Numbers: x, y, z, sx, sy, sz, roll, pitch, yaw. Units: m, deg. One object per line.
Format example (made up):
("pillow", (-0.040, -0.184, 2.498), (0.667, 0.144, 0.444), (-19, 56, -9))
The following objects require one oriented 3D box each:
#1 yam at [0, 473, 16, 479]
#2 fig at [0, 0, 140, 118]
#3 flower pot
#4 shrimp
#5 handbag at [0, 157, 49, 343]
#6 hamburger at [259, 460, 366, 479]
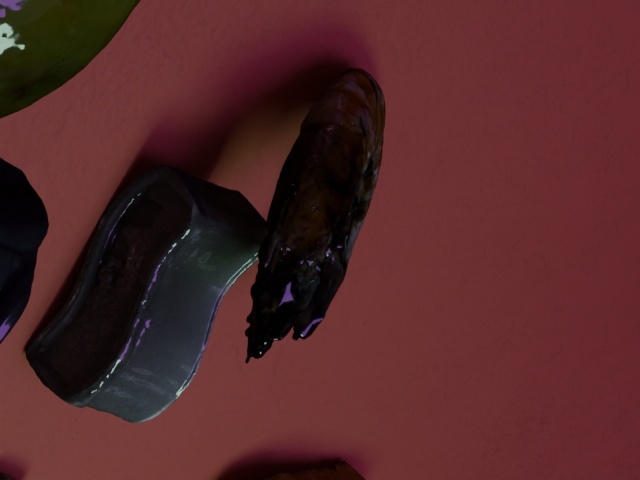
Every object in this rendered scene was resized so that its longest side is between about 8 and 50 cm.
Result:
("yam", (-0.303, 0.277, 1.671), (0.132, 0.054, 0.054), (-59, 145, 2))
("fig", (-0.260, -0.224, 1.129), (0.316, 0.316, 0.316), (-30, 137, -32))
("flower pot", (-0.151, 0.048, 1.621), (0.108, 0.103, 0.229), (22, 101, -53))
("shrimp", (0.000, 0.000, 1.675), (0.233, 0.071, 0.365), (89, 16, -45))
("handbag", (-0.324, 0.071, 1.316), (0.302, 0.178, 0.275), (-50, 155, 10))
("hamburger", (-0.010, 0.317, 1.982), (0.262, 0.131, 0.124), (3, 116, -56))
